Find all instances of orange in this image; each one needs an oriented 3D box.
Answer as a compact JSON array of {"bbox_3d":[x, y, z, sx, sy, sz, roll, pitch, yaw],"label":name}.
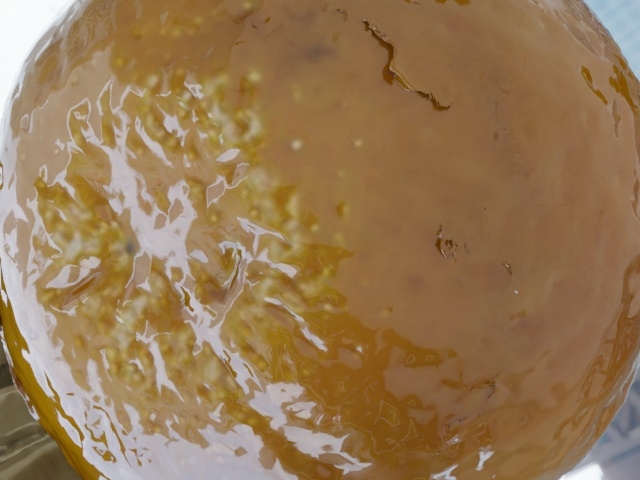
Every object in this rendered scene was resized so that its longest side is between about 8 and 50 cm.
[{"bbox_3d":[0.001,-0.004,0.432,0.219,0.219,0.193,53,-138,-2],"label":"orange"}]

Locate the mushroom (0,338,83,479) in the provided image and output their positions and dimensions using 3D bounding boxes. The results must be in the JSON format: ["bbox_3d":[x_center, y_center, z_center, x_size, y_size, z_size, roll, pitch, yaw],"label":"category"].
[{"bbox_3d":[-0.143,0.065,0.579,0.254,0.234,0.260,-1,-145,0],"label":"mushroom"}]
